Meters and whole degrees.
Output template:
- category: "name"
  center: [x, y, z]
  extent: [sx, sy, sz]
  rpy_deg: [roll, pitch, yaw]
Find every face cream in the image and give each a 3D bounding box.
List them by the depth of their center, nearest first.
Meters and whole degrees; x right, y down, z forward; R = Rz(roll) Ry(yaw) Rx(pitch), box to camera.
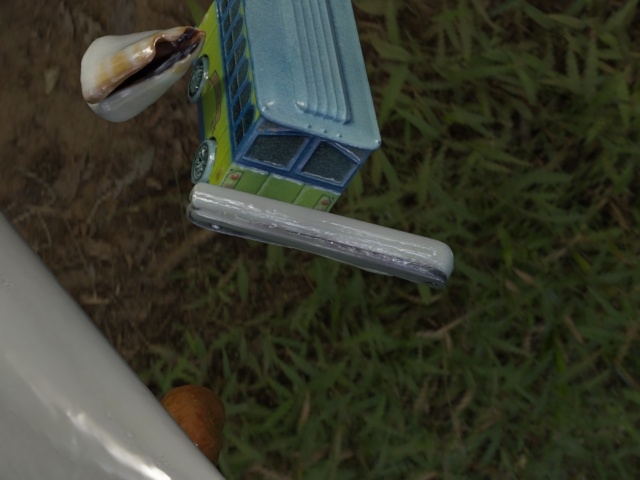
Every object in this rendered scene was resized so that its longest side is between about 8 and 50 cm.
- category: "face cream"
  center: [-0.132, 0.040, 0.425]
  extent: [0.089, 0.314, 0.143]
  rpy_deg: [5, 128, -52]

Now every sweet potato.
- category: "sweet potato"
  center: [-0.101, 0.144, 0.981]
  extent: [0.058, 0.202, 0.055]
  rpy_deg: [33, 99, -6]

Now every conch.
- category: "conch"
  center: [-0.200, -0.183, 1.400]
  extent: [0.104, 0.176, 0.094]
  rpy_deg: [26, 68, -47]

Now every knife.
- category: "knife"
  center: [0.000, -0.001, 1.234]
  extent: [0.265, 0.073, 0.041]
  rpy_deg: [15, 71, -10]

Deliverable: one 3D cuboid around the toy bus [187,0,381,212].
- category: "toy bus"
  center: [-0.051, -0.175, 1.465]
  extent: [0.152, 0.312, 0.190]
  rpy_deg: [14, 134, -24]
